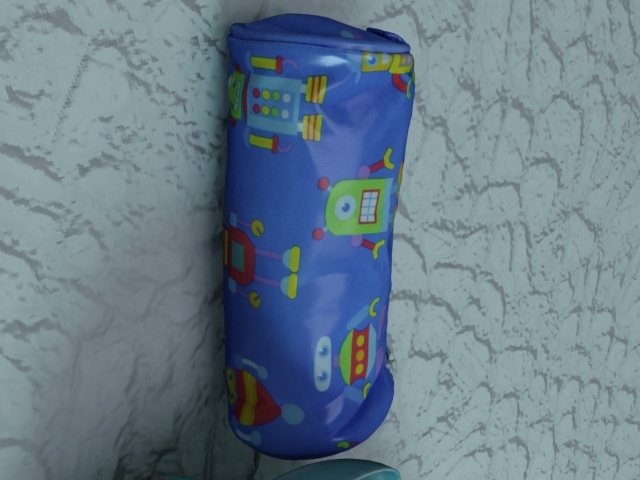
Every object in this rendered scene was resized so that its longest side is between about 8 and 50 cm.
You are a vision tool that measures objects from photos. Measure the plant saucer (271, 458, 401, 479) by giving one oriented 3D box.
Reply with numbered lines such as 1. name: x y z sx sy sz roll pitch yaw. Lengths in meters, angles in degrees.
1. plant saucer: -0.070 0.262 0.637 0.317 0.043 0.318 -38 155 -21

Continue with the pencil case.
1. pencil case: 0.000 0.000 0.628 0.133 0.119 0.306 -7 111 -24

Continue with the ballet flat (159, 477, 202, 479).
1. ballet flat: -0.171 0.235 0.600 0.248 0.086 0.086 -17 116 -36
